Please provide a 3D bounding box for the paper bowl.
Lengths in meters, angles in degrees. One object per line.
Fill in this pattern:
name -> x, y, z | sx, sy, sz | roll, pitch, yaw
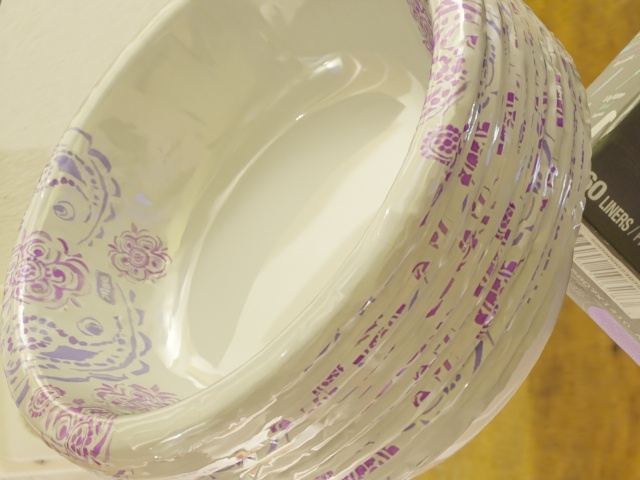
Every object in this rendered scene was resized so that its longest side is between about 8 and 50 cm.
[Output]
paper bowl -> 0.000, 0.000, 0.877 | 0.148, 0.284, 0.284 | 36, -104, -34

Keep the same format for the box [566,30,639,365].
box -> 0.242, -0.061, 0.986 | 0.165, 0.143, 0.270 | 44, -99, -6
